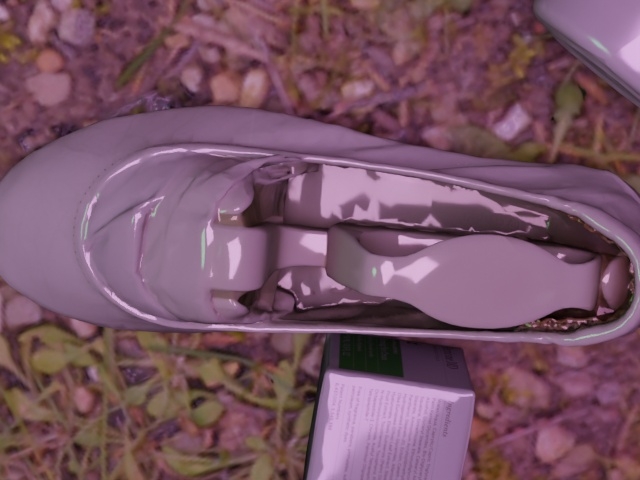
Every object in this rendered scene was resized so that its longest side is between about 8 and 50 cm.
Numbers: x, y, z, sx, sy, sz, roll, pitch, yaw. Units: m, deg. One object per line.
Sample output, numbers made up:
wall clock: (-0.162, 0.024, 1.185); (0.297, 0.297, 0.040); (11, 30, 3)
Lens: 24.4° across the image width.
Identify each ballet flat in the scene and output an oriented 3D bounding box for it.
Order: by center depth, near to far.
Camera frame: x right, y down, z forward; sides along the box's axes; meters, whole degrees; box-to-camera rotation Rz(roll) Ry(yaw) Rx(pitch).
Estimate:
ballet flat: (0.000, 0.000, 0.830); (0.400, 0.139, 0.139); (4, 100, 1)

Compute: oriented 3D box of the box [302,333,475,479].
box: (0.038, 0.115, 0.863); (0.087, 0.101, 0.102); (10, 100, 0)

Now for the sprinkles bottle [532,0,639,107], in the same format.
sprinkles bottle: (0.269, -0.224, 0.785); (0.121, 0.121, 0.355); (38, 99, -5)
